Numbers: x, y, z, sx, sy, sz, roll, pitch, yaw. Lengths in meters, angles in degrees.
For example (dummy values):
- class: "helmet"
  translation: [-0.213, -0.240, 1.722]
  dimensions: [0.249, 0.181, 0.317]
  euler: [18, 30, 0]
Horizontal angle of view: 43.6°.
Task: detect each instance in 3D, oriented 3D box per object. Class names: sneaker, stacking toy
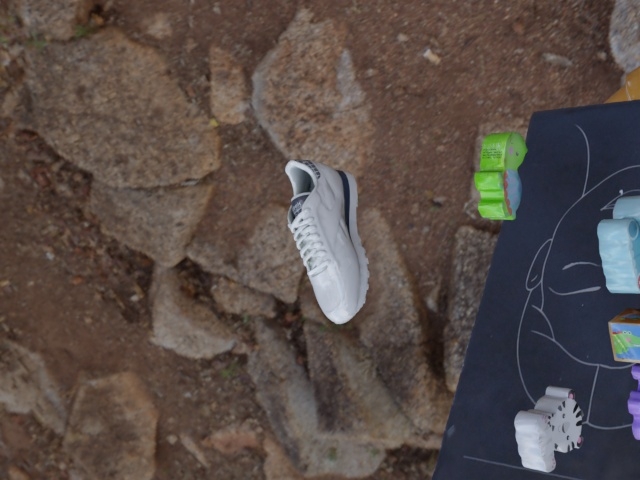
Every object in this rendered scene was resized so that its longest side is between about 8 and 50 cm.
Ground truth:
- class: "sneaker"
  translation: [0.000, 0.000, 1.077]
  dimensions: [0.090, 0.095, 0.235]
  euler: [-31, 56, 36]
- class: "stacking toy"
  translation: [0.175, 0.039, 0.423]
  dimensions: [0.167, 0.052, 0.221]
  euler: [0, 107, 48]

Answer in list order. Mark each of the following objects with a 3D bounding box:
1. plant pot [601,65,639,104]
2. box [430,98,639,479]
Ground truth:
- class: "plant pot"
  translation: [0.486, -0.149, 1.232]
  dimensions: [0.188, 0.205, 0.205]
  euler: [-30, 98, 33]
- class: "box"
  translation: [0.424, 0.117, 0.791]
  dimensions: [0.480, 0.471, 0.297]
  euler: [0, 150, 42]
